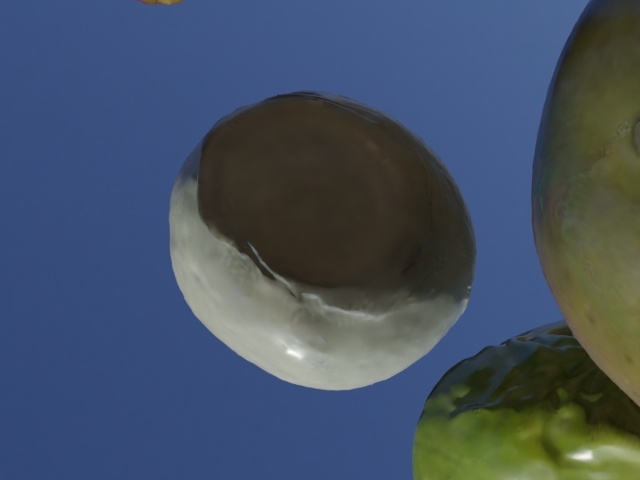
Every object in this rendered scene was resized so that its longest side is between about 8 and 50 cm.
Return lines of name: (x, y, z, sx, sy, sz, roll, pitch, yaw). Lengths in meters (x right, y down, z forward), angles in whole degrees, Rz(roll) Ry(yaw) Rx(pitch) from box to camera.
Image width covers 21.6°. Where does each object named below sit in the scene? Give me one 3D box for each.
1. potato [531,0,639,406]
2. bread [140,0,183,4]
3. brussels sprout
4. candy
potato: (0.121, -0.017, 0.485, 0.117, 0.202, 0.182, 6, -158, -5)
bread: (-0.212, -0.210, 0.745, 0.380, 0.109, 0.185, 15, -160, -25)
brussels sprout: (0.159, 0.152, 1.053, 0.161, 0.223, 0.223, -24, -101, -45)
candy: (0.000, 0.000, 1.484, 0.295, 0.185, 0.295, 6, -122, -10)
